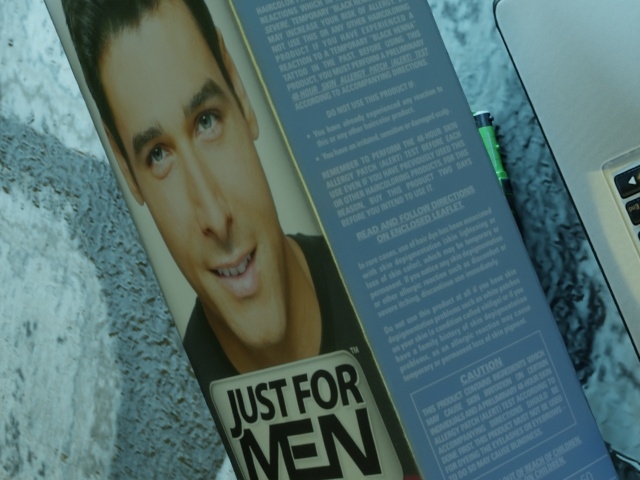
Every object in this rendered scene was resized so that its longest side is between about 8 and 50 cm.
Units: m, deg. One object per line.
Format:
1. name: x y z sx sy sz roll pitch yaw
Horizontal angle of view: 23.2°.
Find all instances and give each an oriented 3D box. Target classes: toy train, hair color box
1. toy train: 0.091 -0.033 0.853 0.024 0.017 0.083 -16 84 31
2. hair color box: 0.000 0.000 0.804 0.185 0.114 0.374 -21 91 58

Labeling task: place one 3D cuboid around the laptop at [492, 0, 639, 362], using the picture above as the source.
1. laptop: 0.231 0.019 0.586 0.382 0.236 0.407 -26 85 39
